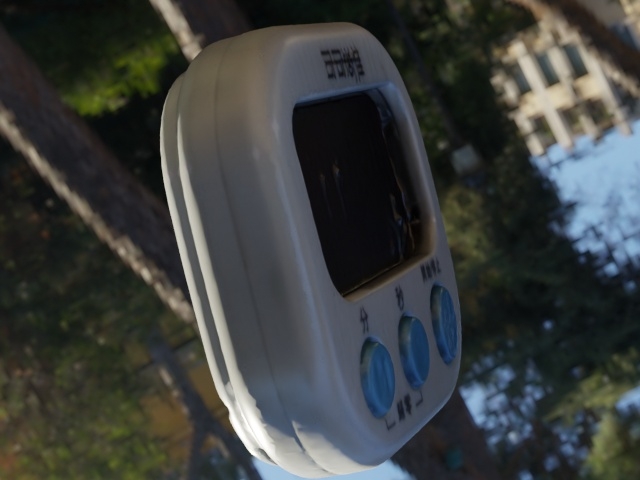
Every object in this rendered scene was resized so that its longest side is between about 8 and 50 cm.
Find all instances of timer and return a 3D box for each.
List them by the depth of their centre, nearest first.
[{"bbox_3d":[0.001,0.000,0.874,0.087,0.237,0.262,-14,-176,21],"label":"timer"}]
